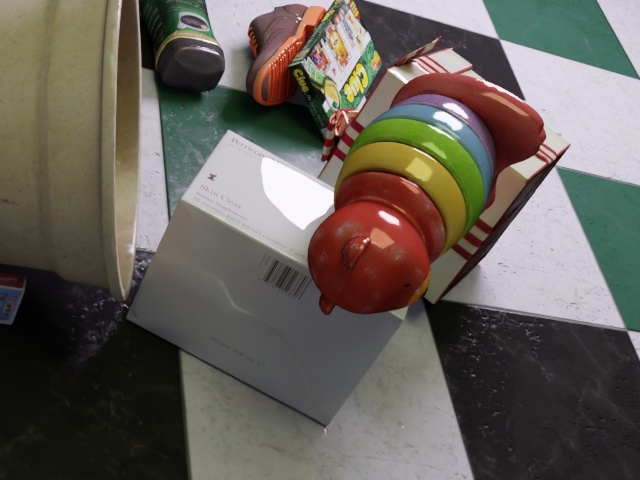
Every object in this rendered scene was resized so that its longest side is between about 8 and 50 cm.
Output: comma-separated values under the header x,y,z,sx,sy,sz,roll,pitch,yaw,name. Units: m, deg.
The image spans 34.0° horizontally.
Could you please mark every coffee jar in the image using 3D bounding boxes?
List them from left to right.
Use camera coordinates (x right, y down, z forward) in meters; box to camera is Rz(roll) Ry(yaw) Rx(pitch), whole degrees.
x,y,z,sx,sy,sz,roll,pitch,yaw,name
-0.201,-0.297,1.519,0.096,0.079,0.184,7,45,-31,coffee jar

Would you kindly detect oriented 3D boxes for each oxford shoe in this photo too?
x,y,z,sx,sy,sz,roll,pitch,yaw,name
-0.073,-0.286,1.598,0.098,0.096,0.271,14,34,10,oxford shoe

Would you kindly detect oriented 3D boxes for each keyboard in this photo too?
x,y,z,sx,sy,sz,roll,pitch,yaw,name
0.309,-0.229,1.826,0.256,0.014,0.072,8,51,-26,keyboard

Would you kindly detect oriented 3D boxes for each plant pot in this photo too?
x,y,z,sx,sy,sz,roll,pitch,yaw,name
-0.340,-0.110,1.024,0.306,0.333,0.333,2,46,-6,plant pot

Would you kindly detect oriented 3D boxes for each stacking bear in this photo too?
x,y,z,sx,sy,sz,roll,pitch,yaw,name
0.087,-0.036,1.064,0.164,0.175,0.289,36,47,1,stacking bear

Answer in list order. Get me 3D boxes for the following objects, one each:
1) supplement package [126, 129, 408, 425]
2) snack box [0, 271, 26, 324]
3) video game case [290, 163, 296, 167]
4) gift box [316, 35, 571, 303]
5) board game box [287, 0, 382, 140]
x,y,z,sx,sy,sz,roll,pitch,yaw,name
-0.048,0.043,1.171,0.262,0.204,0.145,28,39,-4,supplement package
-0.394,0.048,1.055,0.178,0.064,0.022,10,45,-24,snack box
0.000,0.000,1.388,0.201,0.023,0.183,35,40,2,video game case
0.159,-0.118,1.397,0.258,0.276,0.255,38,25,11,gift box
0.028,-0.272,1.620,0.136,0.030,0.259,63,31,-27,board game box
